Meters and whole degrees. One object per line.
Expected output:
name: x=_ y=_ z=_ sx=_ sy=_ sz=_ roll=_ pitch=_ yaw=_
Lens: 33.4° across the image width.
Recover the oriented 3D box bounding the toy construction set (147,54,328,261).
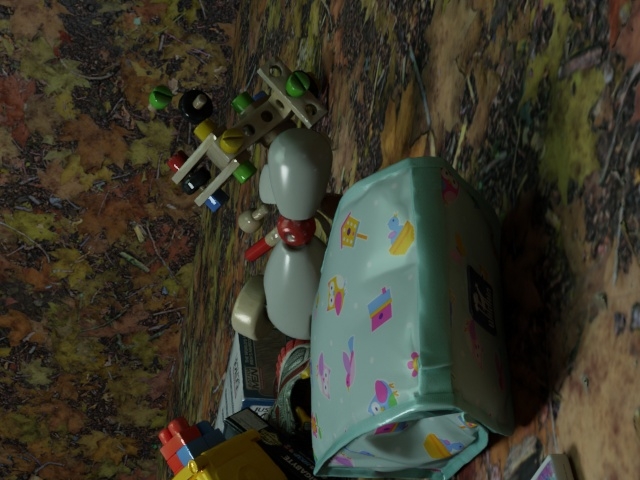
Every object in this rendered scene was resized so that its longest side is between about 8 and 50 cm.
toy construction set: x=-0.094 y=-0.145 z=1.711 sx=0.237 sy=0.257 sz=0.308 roll=-33 pitch=73 yaw=59

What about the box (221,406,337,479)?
box: x=-0.075 y=0.367 z=1.482 sx=0.175 sy=0.051 sz=0.220 roll=33 pitch=125 yaw=30

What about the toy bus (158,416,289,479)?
toy bus: x=-0.146 y=0.338 z=1.393 sx=0.211 sy=0.149 sz=0.220 roll=53 pitch=134 yaw=14

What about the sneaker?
sneaker: x=-0.032 y=0.251 z=1.480 sx=0.093 sy=0.088 sz=0.225 roll=-132 pitch=46 yaw=-64

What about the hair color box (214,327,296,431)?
hair color box: x=-0.112 y=0.327 z=1.748 sx=0.174 sy=0.105 sz=0.347 roll=-102 pitch=21 yaw=-53

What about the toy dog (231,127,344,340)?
toy dog: x=0.000 y=0.000 z=1.300 sx=0.161 sy=0.220 sz=0.333 roll=-53 pitch=-5 yaw=-45

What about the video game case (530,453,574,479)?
video game case: x=0.161 y=0.258 z=0.780 sx=0.157 sy=0.019 sz=0.143 roll=108 pitch=163 yaw=-45

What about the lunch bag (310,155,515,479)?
lunch bag: x=0.078 y=0.077 z=0.918 sx=0.262 sy=0.160 sz=0.223 roll=110 pitch=163 yaw=-64
